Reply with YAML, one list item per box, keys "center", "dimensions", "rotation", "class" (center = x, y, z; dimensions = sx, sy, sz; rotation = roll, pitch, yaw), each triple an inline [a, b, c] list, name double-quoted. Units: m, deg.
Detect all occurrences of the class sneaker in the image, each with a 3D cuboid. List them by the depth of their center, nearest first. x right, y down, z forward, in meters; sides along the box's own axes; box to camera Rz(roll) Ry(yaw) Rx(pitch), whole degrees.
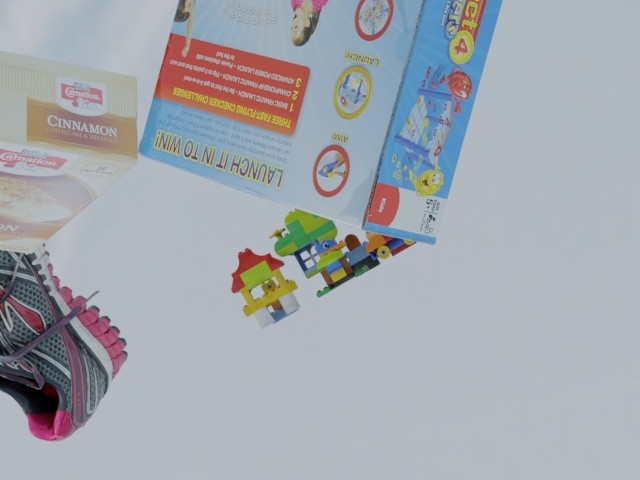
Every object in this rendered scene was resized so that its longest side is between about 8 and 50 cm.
- center: [-0.294, 0.060, 1.688]
  dimensions: [0.121, 0.112, 0.299]
  rotation: [-13, 129, 41]
  class: "sneaker"

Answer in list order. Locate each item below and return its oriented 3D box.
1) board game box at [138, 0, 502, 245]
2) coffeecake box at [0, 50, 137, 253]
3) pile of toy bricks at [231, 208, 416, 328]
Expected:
- center: [0.004, -0.179, 1.531]
  dimensions: [0.086, 0.302, 0.308]
  rotation: [11, -174, -43]
  class: "board game box"
- center: [-0.227, -0.059, 1.260]
  dimensions: [0.142, 0.068, 0.185]
  rotation: [9, 156, -29]
  class: "coffeecake box"
- center: [0.000, 0.000, 1.963]
  dimensions: [0.212, 0.105, 0.118]
  rotation: [-29, 177, 1]
  class: "pile of toy bricks"
